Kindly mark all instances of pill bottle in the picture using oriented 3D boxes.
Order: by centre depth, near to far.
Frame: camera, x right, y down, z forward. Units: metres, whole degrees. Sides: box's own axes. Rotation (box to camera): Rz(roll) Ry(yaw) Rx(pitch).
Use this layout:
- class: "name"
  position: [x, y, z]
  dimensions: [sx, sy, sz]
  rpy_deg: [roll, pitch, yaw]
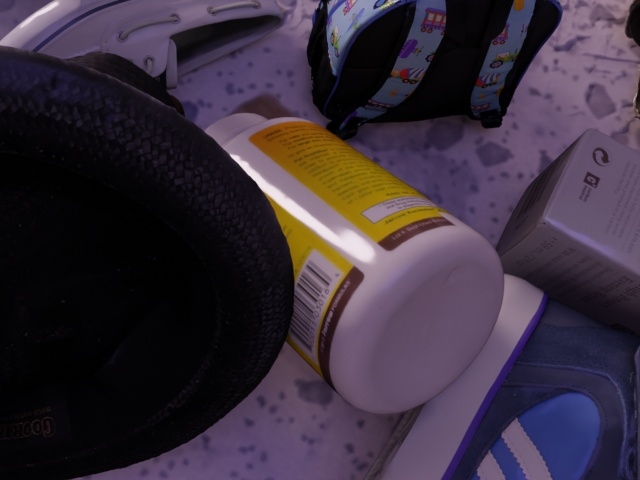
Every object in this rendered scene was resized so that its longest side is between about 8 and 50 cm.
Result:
- class: "pill bottle"
  position: [0.000, 0.000, 0.530]
  dimensions: [0.117, 0.117, 0.215]
  rpy_deg: [-35, 46, -15]

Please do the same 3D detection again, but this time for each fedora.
- class: "fedora"
  position: [-0.178, -0.002, 0.485]
  dimensions: [0.334, 0.334, 0.152]
  rpy_deg: [4, 44, -7]

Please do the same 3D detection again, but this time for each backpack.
- class: "backpack"
  position: [0.075, -0.153, 0.593]
  dimensions: [0.158, 0.173, 0.117]
  rpy_deg: [-5, 75, -9]

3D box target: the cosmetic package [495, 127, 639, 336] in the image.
- class: "cosmetic package"
  position: [0.248, 0.027, 0.597]
  dimensions: [0.231, 0.117, 0.085]
  rpy_deg: [29, 73, 2]

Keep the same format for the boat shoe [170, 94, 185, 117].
- class: "boat shoe"
  position: [-0.120, -0.032, 0.599]
  dimensions: [0.045, 0.050, 0.135]
  rpy_deg: [0, 83, 14]

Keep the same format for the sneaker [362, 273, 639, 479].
- class: "sneaker"
  position: [0.138, 0.197, 0.525]
  dimensions: [0.236, 0.130, 0.323]
  rpy_deg: [33, 67, 7]

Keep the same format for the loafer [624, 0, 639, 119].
- class: "loafer"
  position: [0.292, -0.198, 0.674]
  dimensions: [0.092, 0.102, 0.269]
  rpy_deg: [6, 74, -12]

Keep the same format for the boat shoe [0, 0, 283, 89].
- class: "boat shoe"
  position: [-0.126, -0.138, 0.607]
  dimensions: [0.226, 0.083, 0.076]
  rpy_deg: [-34, 80, -16]
